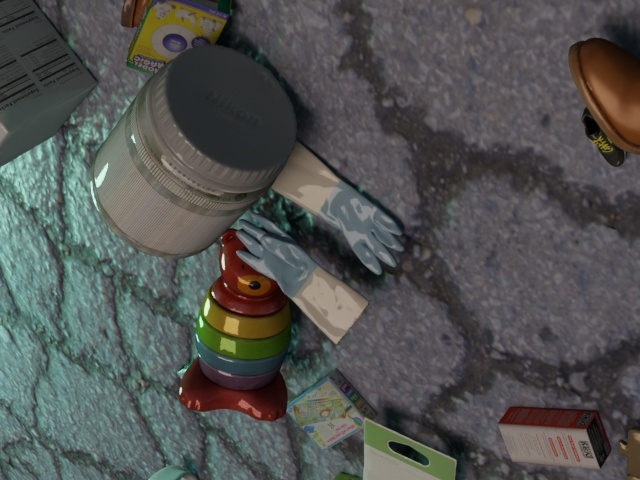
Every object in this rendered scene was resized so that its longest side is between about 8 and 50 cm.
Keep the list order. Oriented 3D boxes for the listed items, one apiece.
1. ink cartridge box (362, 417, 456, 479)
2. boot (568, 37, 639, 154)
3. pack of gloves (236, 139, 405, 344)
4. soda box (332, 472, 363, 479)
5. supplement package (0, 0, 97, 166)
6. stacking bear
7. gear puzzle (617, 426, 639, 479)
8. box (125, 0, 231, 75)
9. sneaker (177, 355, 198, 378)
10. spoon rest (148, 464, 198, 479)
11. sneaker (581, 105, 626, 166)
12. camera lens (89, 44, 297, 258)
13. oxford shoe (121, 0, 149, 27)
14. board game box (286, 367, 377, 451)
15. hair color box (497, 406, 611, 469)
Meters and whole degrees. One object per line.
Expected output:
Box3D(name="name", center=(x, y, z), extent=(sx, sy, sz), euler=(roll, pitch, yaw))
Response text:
Box3D(name="ink cartridge box", center=(0.150, 0.390, 1.673), extent=(0.171, 0.056, 0.235), euler=(21, 128, 27))
Box3D(name="boot", center=(0.406, -0.149, 1.016), extent=(0.283, 0.109, 0.220), euler=(45, 139, 1))
Box3D(name="pack of gloves", center=(0.000, 0.000, 1.487), extent=(0.232, 0.046, 0.195), euler=(41, 109, 13))
Box3D(name="soda box", center=(0.060, 0.502, 1.825), extent=(0.058, 0.061, 0.181), euler=(8, 125, 36))
Box3D(name="supplement package", center=(-0.542, -0.271, 1.649), extent=(0.263, 0.198, 0.199), euler=(52, 137, -4))
Box3D(name="stacking bear", center=(-0.116, 0.114, 1.617), extent=(0.175, 0.164, 0.289), euler=(9, 119, -3))
Box3D(name="gear puzzle", center=(0.481, 0.314, 1.357), extent=(0.175, 0.044, 0.339), euler=(14, 125, 34))
Box3D(name="box", center=(-0.203, -0.282, 1.439), extent=(0.105, 0.043, 0.179), euler=(16, 144, -18))
Box3D(name="sneaker", center=(-0.217, 0.250, 1.890), extent=(0.069, 0.038, 0.098), euler=(50, 148, -4))
Box3D(name="spoon rest", center=(-0.279, 0.554, 2.151), extent=(0.137, 0.084, 0.276), euler=(22, 145, 28))
Box3D(name="sneaker", center=(0.317, -0.117, 1.170), extent=(0.031, 0.035, 0.083), euler=(-18, 108, 46))
Box3D(name="camera lens", center=(-0.184, -0.116, 1.450), extent=(0.219, 0.219, 0.274), euler=(49, 138, -1))
Box3D(name="oxford shoe", center=(-0.219, -0.378, 1.413), extent=(0.076, 0.076, 0.212), euler=(16, 136, -5))
Box3D(name="board game box", center=(0.015, 0.286, 1.729), extent=(0.103, 0.026, 0.154), euler=(48, 138, 0))
Box3D(name="hair color box", center=(0.327, 0.277, 1.450), extent=(0.141, 0.043, 0.072), euler=(-4, 117, 43))
